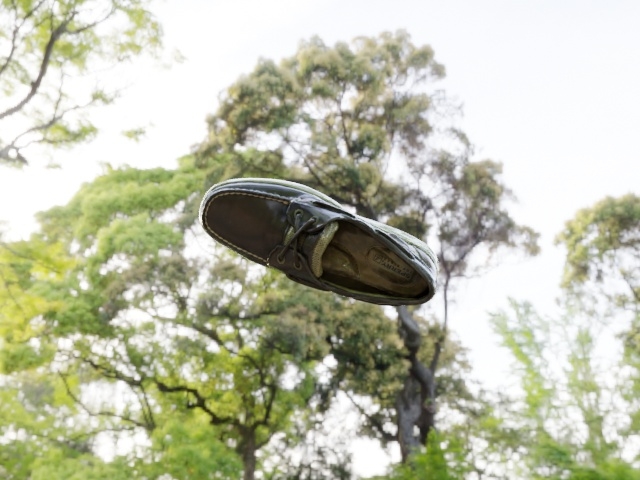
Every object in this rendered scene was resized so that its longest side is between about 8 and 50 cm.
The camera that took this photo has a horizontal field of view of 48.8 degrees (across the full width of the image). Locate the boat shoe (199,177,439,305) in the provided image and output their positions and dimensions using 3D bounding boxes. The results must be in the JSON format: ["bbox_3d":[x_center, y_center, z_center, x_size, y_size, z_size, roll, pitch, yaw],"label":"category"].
[{"bbox_3d":[0.000,0.000,0.418,0.152,0.056,0.049,15,6,-1],"label":"boat shoe"}]
